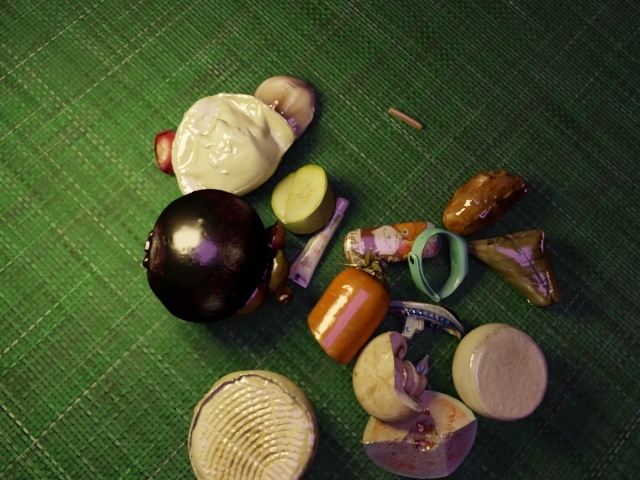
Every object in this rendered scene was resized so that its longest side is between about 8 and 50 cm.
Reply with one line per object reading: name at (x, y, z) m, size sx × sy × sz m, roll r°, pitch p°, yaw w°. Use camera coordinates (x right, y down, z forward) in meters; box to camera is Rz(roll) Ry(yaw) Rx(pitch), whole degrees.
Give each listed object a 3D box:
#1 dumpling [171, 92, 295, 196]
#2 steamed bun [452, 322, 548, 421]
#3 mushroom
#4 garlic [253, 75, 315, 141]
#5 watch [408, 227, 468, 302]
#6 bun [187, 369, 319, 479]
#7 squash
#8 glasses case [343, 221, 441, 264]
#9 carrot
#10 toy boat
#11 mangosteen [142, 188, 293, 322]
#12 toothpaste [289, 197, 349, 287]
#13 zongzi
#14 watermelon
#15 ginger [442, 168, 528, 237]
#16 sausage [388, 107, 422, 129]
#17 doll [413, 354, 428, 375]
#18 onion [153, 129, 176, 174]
dumpling at (-0.294, -0.289, 1.465) m, size 0.395 × 0.233 × 0.315 m, roll -41°, pitch 99°, yaw 3°
steamed bun at (0.522, 0.391, 1.414) m, size 0.283 × 0.177 × 0.283 m, roll 2°, pitch 80°, yaw -14°
mushroom at (0.192, 0.408, 1.371) m, size 0.189 × 0.195 × 0.254 m, roll -27°, pitch 51°, yaw 29°
garlic at (-0.118, -0.467, 1.590) m, size 0.217 × 0.110 × 0.228 m, roll 32°, pitch 78°, yaw 7°
watch at (0.376, 0.076, 1.484) m, size 0.195 × 0.068 × 0.237 m, roll -17°, pitch 111°, yaw -19°
bun at (-0.181, 0.541, 1.324) m, size 0.364 × 0.202 × 0.364 m, roll 0°, pitch 83°, yaw 0°
squash at (-0.064, -0.133, 1.498) m, size 0.220 × 0.133 × 0.220 m, roll -6°, pitch 69°, yaw 16°
glasses case at (0.233, 0.012, 1.523) m, size 0.321 × 0.082 × 0.122 m, roll -7°, pitch 84°, yaw -7°
carrot at (0.104, 0.188, 1.424) m, size 0.193 × 0.214 × 0.331 m, roll 38°, pitch 86°, yaw -18°
toy boat at (0.322, 0.261, 1.458) m, size 0.262 × 0.114 × 0.115 m, roll 10°, pitch 68°, yaw -4°
mangosteen at (-0.274, 0.050, 1.346) m, size 0.435 × 0.382 × 0.382 m, roll 9°, pitch 78°, yaw -12°
toothpaste at (0.000, 0.000, 1.529) m, size 0.056 × 0.058 × 0.314 m, roll 38°, pitch 79°, yaw -37°
zongzi at (0.600, 0.108, 1.518) m, size 0.289 × 0.123 × 0.260 m, roll -13°, pitch 82°, yaw 4°
watermelon at (0.290, 0.571, 1.394) m, size 0.321 × 0.175 × 0.188 m, roll -3°, pitch 120°, yaw 7°
ginger at (0.543, -0.135, 1.535) m, size 0.321 × 0.172 × 0.165 m, roll -28°, pitch 44°, yaw -8°
sausage at (0.300, -0.427, 1.650) m, size 0.132 × 0.024 × 0.024 m, roll 30°, pitch 78°, yaw 3°
doll at (0.310, 0.409, 1.469) m, size 0.057 × 0.039 × 0.114 m, roll 22°, pitch 88°, yaw 35°
onion at (-0.463, -0.290, 1.533) m, size 0.140 × 0.150 × 0.150 m, roll -12°, pitch 76°, yaw -44°
